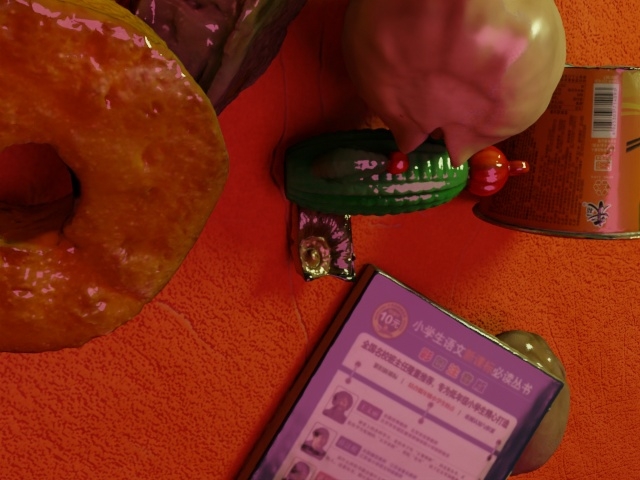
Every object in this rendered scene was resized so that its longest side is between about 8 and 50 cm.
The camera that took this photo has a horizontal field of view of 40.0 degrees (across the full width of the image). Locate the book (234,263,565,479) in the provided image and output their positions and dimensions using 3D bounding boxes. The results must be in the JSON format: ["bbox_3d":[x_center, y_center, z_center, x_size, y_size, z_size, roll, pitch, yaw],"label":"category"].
[{"bbox_3d":[0.070,0.280,1.054,0.300,0.039,0.427,32,90,-16],"label":"book"}]

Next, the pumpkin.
[{"bbox_3d":[0.001,-0.001,0.950,0.073,0.035,0.101,-5,92,-32],"label":"pumpkin"}]

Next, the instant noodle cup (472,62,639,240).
[{"bbox_3d":[0.295,-0.111,1.016,0.230,0.230,0.182,-8,106,-35],"label":"instant noodle cup"}]

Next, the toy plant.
[{"bbox_3d":[0.077,-0.069,0.903,0.240,0.155,0.088,-1,86,-30],"label":"toy plant"}]

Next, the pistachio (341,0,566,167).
[{"bbox_3d":[0.121,-0.184,0.801,0.194,0.318,0.213,16,109,3],"label":"pistachio"}]

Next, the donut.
[{"bbox_3d":[-0.219,-0.055,0.650,0.303,0.110,0.302,-9,130,-11],"label":"donut"}]

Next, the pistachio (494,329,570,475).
[{"bbox_3d":[0.262,0.224,1.199,0.137,0.153,0.237,-69,153,-50],"label":"pistachio"}]

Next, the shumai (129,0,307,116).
[{"bbox_3d":[-0.089,-0.197,0.739,0.120,0.201,0.201,33,89,-2],"label":"shumai"}]
